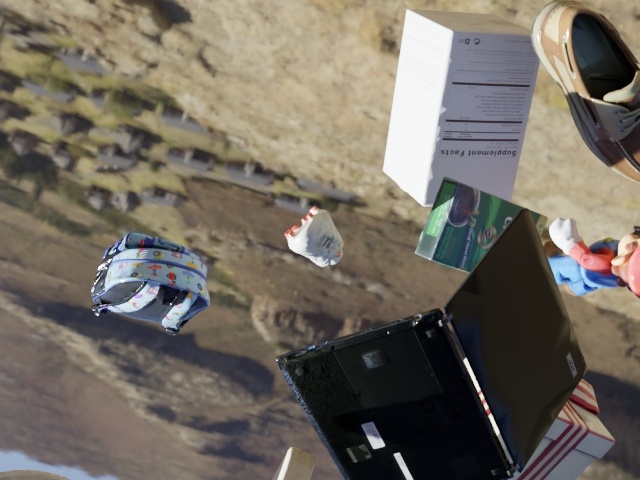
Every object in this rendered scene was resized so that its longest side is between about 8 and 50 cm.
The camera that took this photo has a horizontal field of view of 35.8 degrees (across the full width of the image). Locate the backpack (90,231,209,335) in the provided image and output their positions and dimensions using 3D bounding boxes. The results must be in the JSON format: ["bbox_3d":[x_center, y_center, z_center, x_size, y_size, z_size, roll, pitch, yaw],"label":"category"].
[{"bbox_3d":[-0.237,0.056,1.442,0.158,0.117,0.173,18,157,-22],"label":"backpack"}]

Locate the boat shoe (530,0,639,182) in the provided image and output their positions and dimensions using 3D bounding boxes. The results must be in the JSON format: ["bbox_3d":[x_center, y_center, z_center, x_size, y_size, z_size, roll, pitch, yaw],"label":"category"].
[{"bbox_3d":[0.428,-0.210,1.447,0.324,0.122,0.120,48,-179,-14],"label":"boat shoe"}]

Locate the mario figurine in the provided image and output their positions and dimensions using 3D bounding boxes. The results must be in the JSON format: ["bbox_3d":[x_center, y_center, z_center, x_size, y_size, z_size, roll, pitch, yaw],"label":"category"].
[{"bbox_3d":[0.516,0.015,1.675,0.198,0.170,0.320,-20,-176,-26],"label":"mario figurine"}]

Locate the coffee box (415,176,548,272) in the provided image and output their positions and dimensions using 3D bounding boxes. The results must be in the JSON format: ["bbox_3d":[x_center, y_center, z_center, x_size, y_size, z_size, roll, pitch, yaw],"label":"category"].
[{"bbox_3d":[0.222,-0.008,1.344,0.184,0.113,0.040,19,-176,-37],"label":"coffee box"}]

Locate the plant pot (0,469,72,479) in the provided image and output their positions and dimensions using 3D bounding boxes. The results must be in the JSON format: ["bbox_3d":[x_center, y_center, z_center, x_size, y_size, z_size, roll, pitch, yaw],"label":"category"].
[{"bbox_3d":[-0.464,0.569,1.504,0.333,0.334,0.305,20,-172,-18],"label":"plant pot"}]

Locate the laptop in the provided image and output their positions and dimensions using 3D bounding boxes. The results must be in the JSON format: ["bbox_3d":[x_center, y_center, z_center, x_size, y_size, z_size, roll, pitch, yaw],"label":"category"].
[{"bbox_3d":[0.125,0.128,1.010,0.264,0.137,0.234,-18,121,15],"label":"laptop"}]

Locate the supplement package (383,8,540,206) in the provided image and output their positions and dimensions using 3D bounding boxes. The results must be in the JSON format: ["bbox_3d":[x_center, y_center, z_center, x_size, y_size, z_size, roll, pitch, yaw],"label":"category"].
[{"bbox_3d":[0.234,-0.223,1.665,0.175,0.293,0.177,-1,-156,-21],"label":"supplement package"}]

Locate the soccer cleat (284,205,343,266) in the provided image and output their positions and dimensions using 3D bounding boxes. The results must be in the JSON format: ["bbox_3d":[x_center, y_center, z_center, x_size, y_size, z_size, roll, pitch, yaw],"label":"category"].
[{"bbox_3d":[0.000,0.000,1.337,0.076,0.068,0.196,47,-178,1],"label":"soccer cleat"}]

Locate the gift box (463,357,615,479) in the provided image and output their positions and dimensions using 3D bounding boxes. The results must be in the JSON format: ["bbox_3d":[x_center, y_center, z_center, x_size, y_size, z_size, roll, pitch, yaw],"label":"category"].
[{"bbox_3d":[0.355,0.325,1.863,0.255,0.258,0.276,23,-157,-38],"label":"gift box"}]

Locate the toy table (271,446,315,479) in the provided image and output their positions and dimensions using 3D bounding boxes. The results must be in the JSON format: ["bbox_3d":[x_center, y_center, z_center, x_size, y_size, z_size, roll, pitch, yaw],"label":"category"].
[{"bbox_3d":[-0.078,0.332,0.901,0.252,0.274,0.161,38,-167,-10],"label":"toy table"}]
